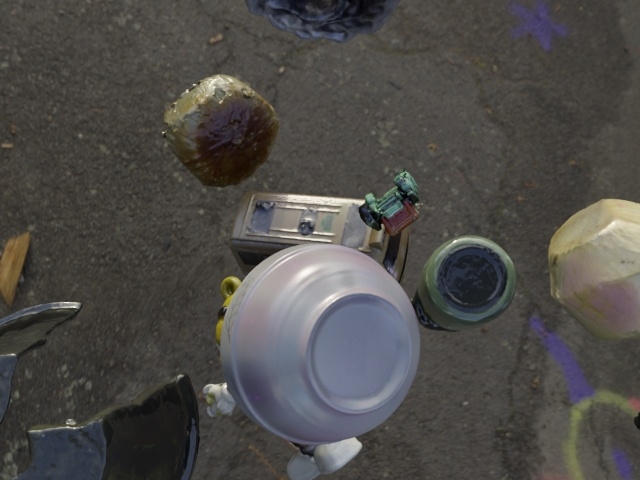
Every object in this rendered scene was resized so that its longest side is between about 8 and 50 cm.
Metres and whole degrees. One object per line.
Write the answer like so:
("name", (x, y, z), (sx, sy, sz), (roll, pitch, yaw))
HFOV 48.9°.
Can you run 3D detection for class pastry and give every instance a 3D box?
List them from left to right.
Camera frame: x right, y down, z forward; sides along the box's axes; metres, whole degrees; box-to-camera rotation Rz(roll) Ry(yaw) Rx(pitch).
("pastry", (-0.163, -0.185, 1.203), (0.182, 0.192, 0.093), (-45, 45, -4))

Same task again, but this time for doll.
("doll", (-0.091, 0.312, 1.453), (0.423, 0.348, 0.161), (33, 28, 21))

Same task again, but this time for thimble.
("thimble", (0.006, -0.345, 0.785), (0.217, 0.245, 0.157), (10, 72, -11))

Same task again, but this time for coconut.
("coconut", (0.510, 0.056, 1.147), (0.259, 0.259, 0.259), (9, 64, -19))

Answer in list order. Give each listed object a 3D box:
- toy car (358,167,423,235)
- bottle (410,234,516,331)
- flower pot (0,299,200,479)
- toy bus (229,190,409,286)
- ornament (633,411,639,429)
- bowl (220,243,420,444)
("toy car", (0.089, -0.045, 0.859), (0.073, 0.143, 0.054), (-38, 92, 10))
("bottle", (0.272, 0.104, 1.409), (0.169, 0.347, 0.168), (0, 77, 1))
("flower pot", (-0.357, 0.261, 0.878), (0.380, 0.251, 0.379), (1, 82, -5))
("toy bus", (0.000, 0.000, 1.202), (0.290, 0.157, 0.139), (7, 64, 17))
("ornament", (0.551, 0.265, 1.032), (0.203, 0.081, 0.088), (-4, 42, -5))
("bowl", (0.020, 0.145, 0.959), (0.287, 0.144, 0.286), (0, 89, -25))
